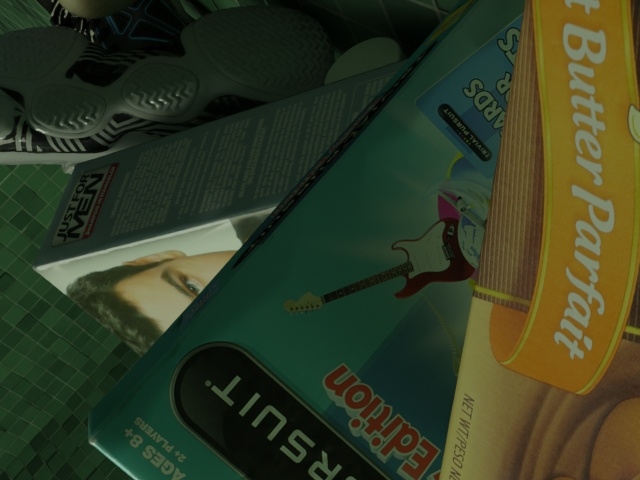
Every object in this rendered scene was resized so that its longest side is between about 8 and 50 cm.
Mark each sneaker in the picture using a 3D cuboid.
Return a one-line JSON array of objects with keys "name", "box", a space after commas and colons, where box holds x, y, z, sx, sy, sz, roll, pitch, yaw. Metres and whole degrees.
[{"name": "sneaker", "box": [-0.207, -0.218, 1.002, 0.341, 0.140, 0.125, 37, 139, -4]}, {"name": "sneaker", "box": [-0.163, -0.081, 0.867, 0.210, 0.365, 0.137, 83, 178, -49]}]

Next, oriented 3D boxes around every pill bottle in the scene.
[{"name": "pill bottle", "box": [0.070, -0.080, 0.762, 0.087, 0.087, 0.160, 30, 165, 49]}]

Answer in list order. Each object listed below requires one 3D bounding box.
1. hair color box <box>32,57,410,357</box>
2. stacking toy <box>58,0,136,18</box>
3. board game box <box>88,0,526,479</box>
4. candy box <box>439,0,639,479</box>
[{"name": "hair color box", "box": [-0.004, -0.004, 0.713, 0.374, 0.114, 0.185, -12, 137, 30]}, {"name": "stacking toy", "box": [-0.267, -0.343, 0.810, 0.330, 0.141, 0.141, 44, 171, 7]}, {"name": "board game box", "box": [0.092, 0.046, 0.490, 0.254, 0.336, 0.079, 42, 170, -9]}, {"name": "candy box", "box": [0.143, 0.018, 0.316, 0.087, 0.316, 0.183, -4, -160, -35]}]
